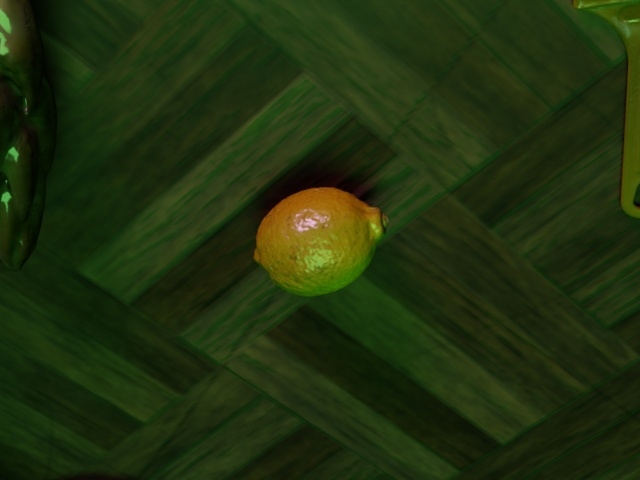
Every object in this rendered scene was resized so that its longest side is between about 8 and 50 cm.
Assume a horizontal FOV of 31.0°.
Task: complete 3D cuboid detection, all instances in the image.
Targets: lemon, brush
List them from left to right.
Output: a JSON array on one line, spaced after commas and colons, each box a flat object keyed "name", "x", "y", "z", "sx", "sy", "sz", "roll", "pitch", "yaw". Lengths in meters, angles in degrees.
[{"name": "lemon", "x": 0.000, "y": 0.000, "z": 0.668, "sx": 0.083, "sy": 0.062, "sz": 0.062, "roll": -17, "pitch": 127, "yaw": 14}, {"name": "brush", "x": 0.181, "y": -0.092, "z": 0.634, "sx": 0.083, "sy": 0.011, "sz": 0.205, "roll": -8, "pitch": 129, "yaw": 4}]

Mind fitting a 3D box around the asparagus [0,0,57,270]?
[{"name": "asparagus", "x": -0.175, "y": -0.109, "z": 0.569, "sx": 0.080, "sy": 0.080, "sz": 0.287, "roll": -4, "pitch": 121, "yaw": 1}]
